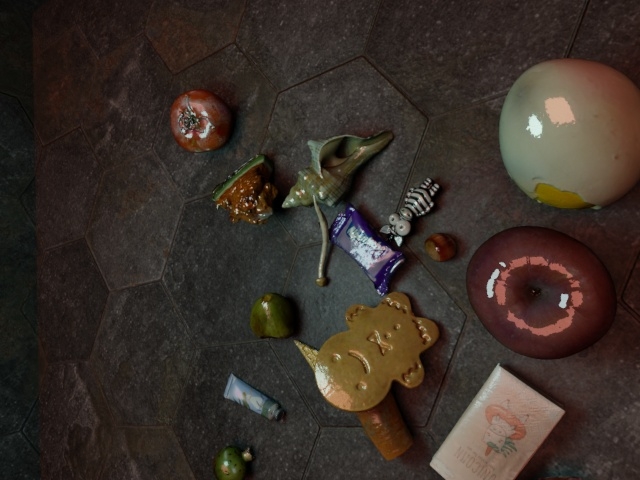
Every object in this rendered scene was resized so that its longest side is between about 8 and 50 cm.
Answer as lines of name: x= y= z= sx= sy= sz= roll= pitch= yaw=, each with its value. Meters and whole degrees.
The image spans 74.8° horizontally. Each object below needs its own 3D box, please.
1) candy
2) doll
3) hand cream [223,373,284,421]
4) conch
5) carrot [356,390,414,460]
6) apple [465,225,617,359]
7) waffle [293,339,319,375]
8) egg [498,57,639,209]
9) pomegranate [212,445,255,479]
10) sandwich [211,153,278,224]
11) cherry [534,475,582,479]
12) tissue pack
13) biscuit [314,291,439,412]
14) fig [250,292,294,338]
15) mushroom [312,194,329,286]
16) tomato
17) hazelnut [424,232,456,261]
candy: x=0.131 y=0.022 z=1.237 sx=0.275 sy=0.070 sz=0.145 roll=48 pitch=118 yaw=27
doll: x=0.255 y=-0.078 z=1.186 sx=0.091 sy=0.067 sz=0.219 roll=45 pitch=108 yaw=29
hand cream: x=-0.229 y=0.537 z=1.411 sx=0.256 sy=0.055 sz=0.088 roll=14 pitch=88 yaw=36
conch: x=0.033 y=-0.228 z=1.277 sx=0.386 sy=0.203 sz=0.170 roll=-46 pitch=37 yaw=-8
carrot: x=0.144 y=0.439 z=1.161 sx=0.139 sy=0.139 sz=0.301 roll=-39 pitch=70 yaw=21
apple: x=0.483 y=0.113 z=0.943 sx=0.306 sy=0.235 sz=0.304 roll=-1 pitch=88 yaw=29
waffle: x=-0.012 y=0.349 z=1.318 sx=0.097 sy=0.023 sz=0.152 roll=-45 pitch=65 yaw=17
egg: x=0.534 y=-0.227 z=0.898 sx=0.283 sy=0.345 sz=0.282 roll=-32 pitch=34 yaw=25
pomegranate: x=-0.293 y=0.745 z=1.389 sx=0.131 sy=0.130 sz=0.130 roll=-3 pitch=83 yaw=29
sandwich: x=-0.217 y=-0.139 z=1.405 sx=0.250 sy=0.162 sz=0.301 roll=-43 pitch=36 yaw=5
cherry: x=0.509 y=0.621 z=0.915 sx=0.192 sy=0.175 sz=0.249 roll=34 pitch=103 yaw=41
tissue pack: x=0.426 y=0.484 z=1.030 sx=0.170 sy=0.071 sz=0.325 roll=35 pitch=102 yaw=25
biscuit: x=0.143 y=0.297 z=1.123 sx=0.355 sy=0.052 sz=0.275 roll=-35 pitch=63 yaw=-13
fig: x=-0.156 y=0.238 z=1.342 sx=0.144 sy=0.154 sz=0.165 roll=-8 pitch=121 yaw=-8
mushroom: x=0.003 y=0.000 z=1.277 sx=0.043 sy=0.068 sz=0.305 roll=1 pitch=112 yaw=5
tomato: x=-0.430 y=-0.437 z=1.539 sx=0.232 sy=0.188 sz=0.231 roll=2 pitch=108 yaw=5
hazelnut: x=0.327 y=0.017 z=1.134 sx=0.086 sy=0.086 sz=0.085 roll=-3 pitch=83 yaw=29
